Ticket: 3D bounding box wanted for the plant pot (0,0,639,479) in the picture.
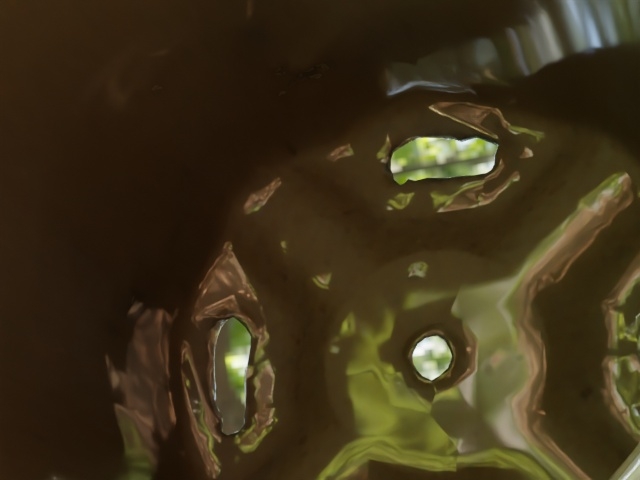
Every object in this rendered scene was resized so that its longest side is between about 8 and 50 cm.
[{"bbox_3d":[0.000,0.000,0.542,0.305,0.334,0.333,43,-134,-63],"label":"plant pot"}]
